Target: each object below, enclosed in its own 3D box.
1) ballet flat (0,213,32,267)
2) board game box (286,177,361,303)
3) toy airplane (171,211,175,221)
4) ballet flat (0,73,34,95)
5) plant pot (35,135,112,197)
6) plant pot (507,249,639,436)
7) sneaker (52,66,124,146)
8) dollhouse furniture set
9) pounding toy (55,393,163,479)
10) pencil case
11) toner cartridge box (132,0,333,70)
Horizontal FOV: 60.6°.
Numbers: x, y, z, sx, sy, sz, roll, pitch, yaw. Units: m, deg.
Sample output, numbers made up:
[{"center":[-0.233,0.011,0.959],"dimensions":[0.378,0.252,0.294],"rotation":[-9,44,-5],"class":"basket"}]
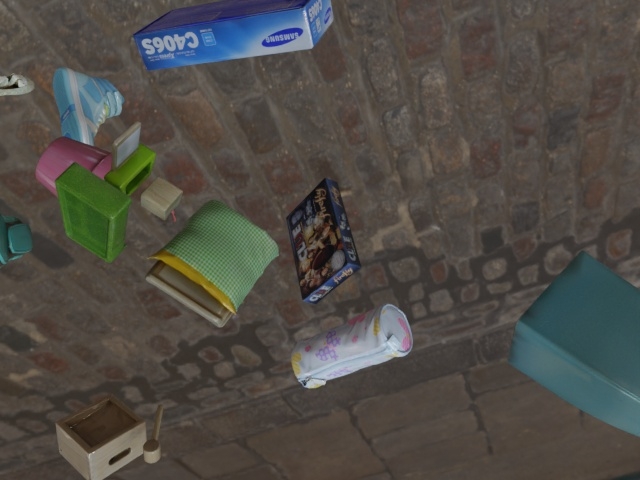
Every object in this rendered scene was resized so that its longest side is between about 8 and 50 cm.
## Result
[{"center":[-0.489,0.002,0.793],"dimensions":[0.087,0.083,0.247],"rotation":[-8,-178,-17],"class":"ballet flat"},{"center":[0.000,0.000,1.261],"dimensions":[0.042,0.243,0.165],"rotation":[16,135,-36],"class":"board game box"},{"center":[-0.518,-0.133,1.876],"dimensions":[0.028,0.151,0.151],"rotation":[-19,138,-6],"class":"toy airplane"},{"center":[-0.828,-0.416,1.458],"dimensions":[0.057,0.168,0.052],"rotation":[47,126,-2],"class":"ballet flat"},{"center":[-0.594,-0.159,1.375],"dimensions":[0.180,0.201,0.201],"rotation":[30,127,-6],"class":"plant pot"},{"center":[0.434,0.172,0.819],"dimensions":[0.165,0.234,0.166],"rotation":[-41,147,-15],"class":"plant pot"},{"center":[-0.712,-0.391,1.750],"dimensions":[0.127,0.319,0.208],"rotation":[-17,174,41],"class":"sneaker"},{"center":[-0.213,-0.032,0.852],"dimensions":[0.301,0.198,0.151],"rotation":[33,144,-1],"class":"dollhouse furniture set"},{"center":[-0.402,0.415,1.129],"dimensions":[0.181,0.206,0.094],"rotation":[-23,126,-48],"class":"pounding toy"},{"center":[0.062,0.229,1.171],"dimensions":[0.273,0.124,0.114],"rotation":[-30,92,32],"class":"pencil case"},{"center":[-0.163,-0.408,1.050],"dimensions":[0.347,0.165,0.075],"rotation":[-1,128,19],"class":"toner cartridge box"}]
